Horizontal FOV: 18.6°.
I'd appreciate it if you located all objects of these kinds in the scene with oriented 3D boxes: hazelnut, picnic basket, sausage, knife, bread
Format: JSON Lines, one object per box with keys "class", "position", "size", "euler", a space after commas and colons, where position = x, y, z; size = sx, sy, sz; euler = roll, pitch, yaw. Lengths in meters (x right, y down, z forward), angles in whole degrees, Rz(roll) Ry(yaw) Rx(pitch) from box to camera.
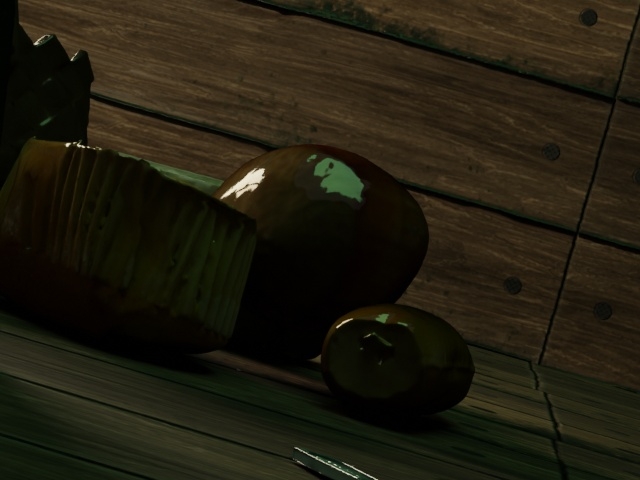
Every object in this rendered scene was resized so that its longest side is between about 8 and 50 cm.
{"class": "hazelnut", "position": [0.000, 0.000, 1.854], "size": [0.214, 0.176, 0.214], "euler": [13, -2, 1]}
{"class": "picnic basket", "position": [-0.385, -0.155, 1.937], "size": [0.291, 0.321, 0.254], "euler": [14, -28, -38]}
{"class": "sausage", "position": [0.081, 0.113, 1.803], "size": [0.112, 0.112, 0.328], "euler": [16, -2, 14]}
{"class": "knife", "position": [0.032, 0.152, 1.182], "size": [0.028, 0.015, 0.210], "euler": [9, 3, -23]}
{"class": "bread", "position": [-0.186, 0.014, 1.744], "size": [0.204, 0.156, 0.288], "euler": [25, -7, -36]}

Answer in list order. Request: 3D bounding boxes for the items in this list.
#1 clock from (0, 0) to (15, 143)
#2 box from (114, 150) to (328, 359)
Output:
{"class": "clock", "position": [-0.332, -0.089, 1.315], "size": [0.273, 0.278, 0.049], "euler": [14, -16, -40]}
{"class": "box", "position": [-0.108, 0.019, 2.085], "size": [0.291, 0.166, 0.220], "euler": [16, 1, 19]}
